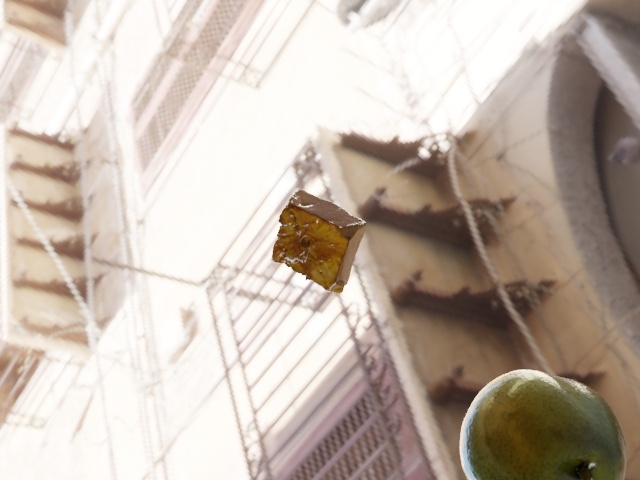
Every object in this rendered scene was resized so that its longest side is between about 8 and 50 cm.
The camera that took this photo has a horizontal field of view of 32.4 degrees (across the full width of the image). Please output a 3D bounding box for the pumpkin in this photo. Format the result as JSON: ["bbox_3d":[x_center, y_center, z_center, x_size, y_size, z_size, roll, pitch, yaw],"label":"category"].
[{"bbox_3d":[0.000,0.000,1.058,0.083,0.074,0.054,28,-154,19],"label":"pumpkin"}]

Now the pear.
[{"bbox_3d":[0.247,0.225,1.155,0.180,0.166,0.216,35,174,-22],"label":"pear"}]
